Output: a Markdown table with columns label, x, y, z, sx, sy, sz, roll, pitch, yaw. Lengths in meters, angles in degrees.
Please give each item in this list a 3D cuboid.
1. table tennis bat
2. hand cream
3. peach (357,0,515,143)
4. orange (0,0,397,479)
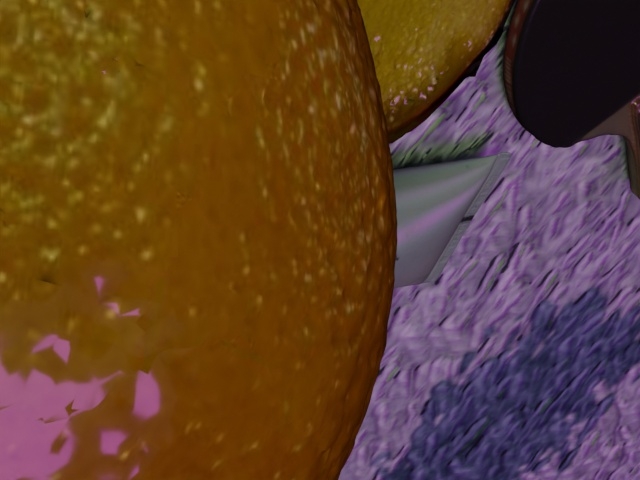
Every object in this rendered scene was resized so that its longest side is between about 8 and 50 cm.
| label | x | y | z | sx | sy | sz | roll | pitch | yaw |
| --- | --- | --- | --- | --- | --- | --- | --- | --- | --- |
| table tennis bat | 0.142 | -0.082 | 0.870 | 0.130 | 0.019 | 0.220 | -35 | 147 | -7 |
| hand cream | 0.000 | 0.000 | 0.803 | 0.205 | 0.050 | 0.078 | -8 | 135 | -46 |
| peach | 0.007 | -0.113 | 0.625 | 0.127 | 0.092 | 0.172 | -14 | 129 | -43 |
| orange | -0.111 | -0.008 | 0.473 | 0.274 | 0.274 | 0.274 | -27 | 146 | -19 |
